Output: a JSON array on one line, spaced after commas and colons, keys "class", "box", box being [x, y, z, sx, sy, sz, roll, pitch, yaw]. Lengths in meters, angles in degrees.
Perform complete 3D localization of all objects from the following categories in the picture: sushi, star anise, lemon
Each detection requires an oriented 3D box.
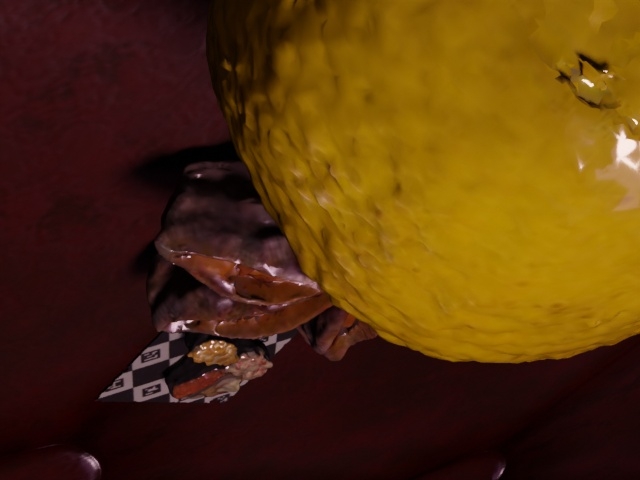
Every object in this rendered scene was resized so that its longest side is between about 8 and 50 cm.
[{"class": "sushi", "box": [-0.071, 0.088, 1.065, 0.120, 0.026, 0.126, 5, 141, -44]}, {"class": "star anise", "box": [0.002, 0.002, 0.910, 0.214, 0.099, 0.220, -11, 157, 4]}, {"class": "lemon", "box": [0.089, -0.091, 0.615, 0.268, 0.268, 0.322, -7, 156, -29]}]
